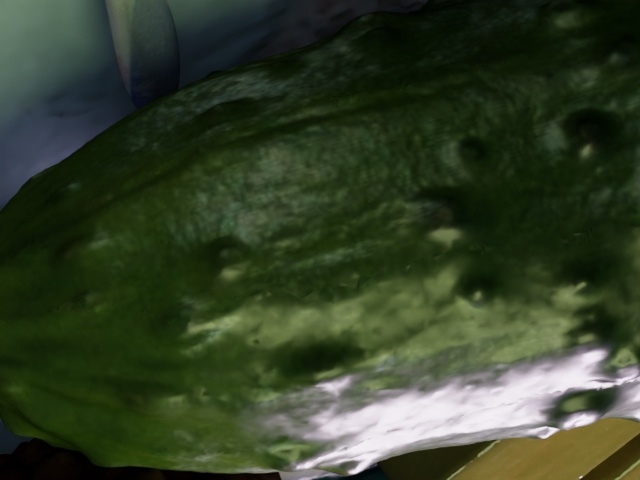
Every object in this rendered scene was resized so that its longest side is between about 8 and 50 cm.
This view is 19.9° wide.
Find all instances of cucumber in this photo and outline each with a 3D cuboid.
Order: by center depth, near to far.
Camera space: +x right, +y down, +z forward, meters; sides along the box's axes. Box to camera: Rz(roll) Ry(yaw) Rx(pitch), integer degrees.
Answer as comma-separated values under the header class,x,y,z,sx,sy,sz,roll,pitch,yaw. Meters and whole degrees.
class,x,y,z,sx,sy,sz,roll,pitch,yaw
cucumber,0.001,0.003,0.484,0.244,0.134,0.134,-11,129,-18

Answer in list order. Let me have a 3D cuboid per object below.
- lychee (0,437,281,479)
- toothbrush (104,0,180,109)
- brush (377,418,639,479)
class,x,y,z,sx,sy,sz,roll,pitch,yaw
lychee,-0.064,0.142,0.519,0.188,0.188,0.188,-17,131,-21
toothbrush,-0.072,-0.127,0.402,0.021,0.027,0.269,-39,138,-19
brush,0.028,0.113,0.636,0.233,0.047,0.103,-37,135,0
